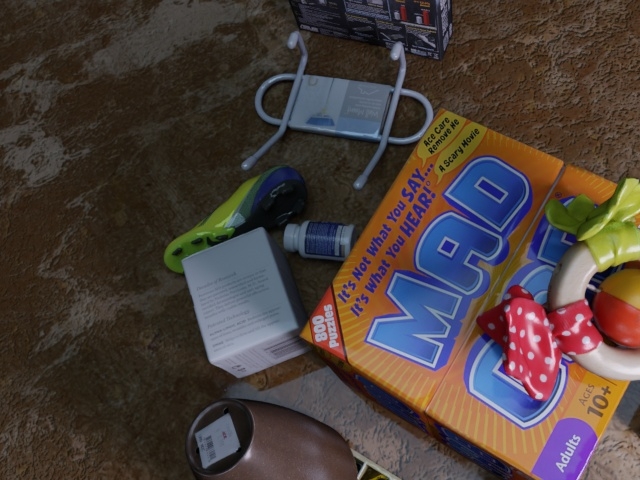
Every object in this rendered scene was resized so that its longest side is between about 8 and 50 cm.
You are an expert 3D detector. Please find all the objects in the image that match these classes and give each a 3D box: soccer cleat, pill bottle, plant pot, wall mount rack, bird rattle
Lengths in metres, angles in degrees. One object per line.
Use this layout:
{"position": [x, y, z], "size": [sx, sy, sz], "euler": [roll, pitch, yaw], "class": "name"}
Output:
{"position": [-0.154, -0.037, 1.325], "size": [0.289, 0.093, 0.121], "euler": [-32, 36, 4], "class": "soccer cleat"}
{"position": [0.000, 0.000, 1.275], "size": [0.120, 0.067, 0.067], "euler": [5, 71, 13], "class": "pill bottle"}
{"position": [-0.088, 0.321, 1.053], "size": [0.215, 0.230, 0.216], "euler": [-15, 52, 20], "class": "plant pot"}
{"position": [0.016, -0.222, 1.320], "size": [0.349, 0.130, 0.304], "euler": [11, 73, 16], "class": "wall mount rack"}
{"position": [0.302, 0.063, 0.776], "size": [0.206, 0.143, 0.254], "euler": [27, 80, 1], "class": "bird rattle"}

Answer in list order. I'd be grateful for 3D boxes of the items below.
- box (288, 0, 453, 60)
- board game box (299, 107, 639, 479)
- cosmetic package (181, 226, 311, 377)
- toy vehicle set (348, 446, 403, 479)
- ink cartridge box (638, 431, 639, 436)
{"position": [0.081, -0.453, 1.333], "size": [0.307, 0.242, 0.077], "euler": [18, 74, 18], "class": "box"}
{"position": [0.242, 0.107, 1.026], "size": [0.356, 0.356, 0.357], "euler": [29, 78, 19], "class": "board game box"}
{"position": [-0.115, 0.106, 1.214], "size": [0.151, 0.151, 0.184], "euler": [-22, 66, 3], "class": "cosmetic package"}
{"position": [0.032, 0.461, 1.093], "size": [0.165, 0.035, 0.267], "euler": [25, 71, 23], "class": "toy vehicle set"}
{"position": [0.609, 0.196, 1.003], "size": [0.198, 0.197, 0.270], "euler": [30, 78, 20], "class": "ink cartridge box"}
